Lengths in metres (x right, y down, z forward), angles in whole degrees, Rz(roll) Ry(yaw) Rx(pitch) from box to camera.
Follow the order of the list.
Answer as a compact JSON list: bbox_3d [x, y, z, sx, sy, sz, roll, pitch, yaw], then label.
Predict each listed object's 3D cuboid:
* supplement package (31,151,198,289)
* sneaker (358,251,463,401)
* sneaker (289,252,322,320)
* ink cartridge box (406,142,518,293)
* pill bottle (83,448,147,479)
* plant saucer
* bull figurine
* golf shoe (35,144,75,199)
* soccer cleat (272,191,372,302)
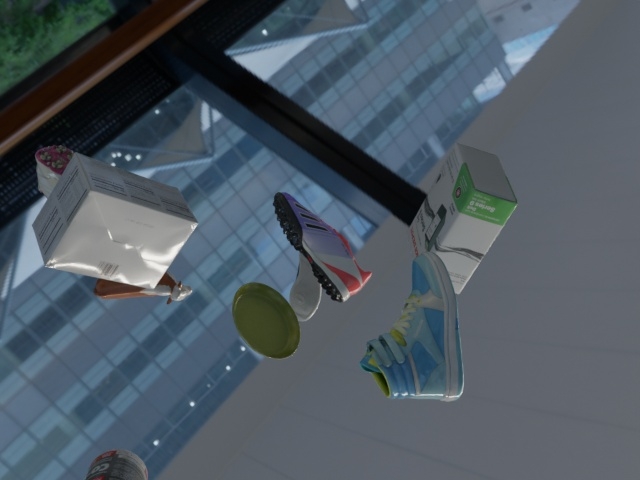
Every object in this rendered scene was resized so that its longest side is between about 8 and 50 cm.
[{"bbox_3d":[-0.442,-0.034,1.451,0.204,0.262,0.145,-52,-133,18],"label":"supplement package"},{"bbox_3d":[0.176,0.182,1.408,0.209,0.318,0.127,-4,166,-9],"label":"sneaker"},{"bbox_3d":[-0.024,0.113,2.199,0.105,0.295,0.147,13,-163,13],"label":"sneaker"},{"bbox_3d":[0.326,-0.049,1.600,0.211,0.122,0.289,-92,-158,-53],"label":"ink cartridge box"},{"bbox_3d":[-0.529,0.654,1.682,0.161,0.161,0.283,-38,-170,-2],"label":"pill bottle"},{"bbox_3d":[-0.160,0.232,1.911,0.037,0.241,0.241,-37,-164,34],"label":"plant saucer"},{"bbox_3d":[-0.577,0.126,2.197,0.311,0.101,0.188,0,-145,-11],"label":"bull figurine"},{"bbox_3d":[-0.591,-0.104,1.669,0.115,0.306,0.140,-29,155,-50],"label":"golf shoe"},{"bbox_3d":[0.000,0.000,1.685,0.116,0.318,0.108,-34,178,-18],"label":"soccer cleat"}]
